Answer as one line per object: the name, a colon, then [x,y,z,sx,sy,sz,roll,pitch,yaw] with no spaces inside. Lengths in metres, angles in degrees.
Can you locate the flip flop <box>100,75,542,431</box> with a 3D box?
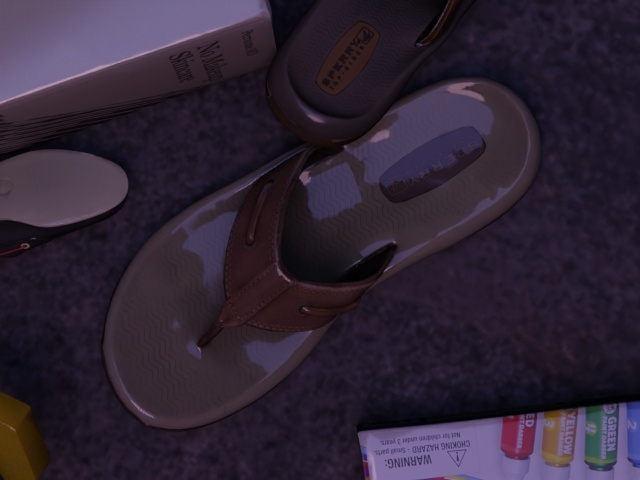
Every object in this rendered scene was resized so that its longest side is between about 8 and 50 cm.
flip flop: [0.000,0.000,0.820,0.277,0.080,0.112,-31,86,-2]

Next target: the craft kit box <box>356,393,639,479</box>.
craft kit box: [0.154,0.210,0.820,0.249,0.061,0.247,-7,88,0]

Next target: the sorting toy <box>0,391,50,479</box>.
sorting toy: [-0.277,0.057,0.775,0.307,0.041,0.229,28,128,2]

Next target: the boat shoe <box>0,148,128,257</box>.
boat shoe: [-0.171,-0.017,0.843,0.133,0.042,0.049,-12,60,-2]

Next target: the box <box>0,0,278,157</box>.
box: [-0.165,-0.105,0.814,0.275,0.113,0.094,-19,83,0]

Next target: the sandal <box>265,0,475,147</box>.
sandal: [0.042,-0.149,0.823,0.090,0.060,0.219,33,67,4]
